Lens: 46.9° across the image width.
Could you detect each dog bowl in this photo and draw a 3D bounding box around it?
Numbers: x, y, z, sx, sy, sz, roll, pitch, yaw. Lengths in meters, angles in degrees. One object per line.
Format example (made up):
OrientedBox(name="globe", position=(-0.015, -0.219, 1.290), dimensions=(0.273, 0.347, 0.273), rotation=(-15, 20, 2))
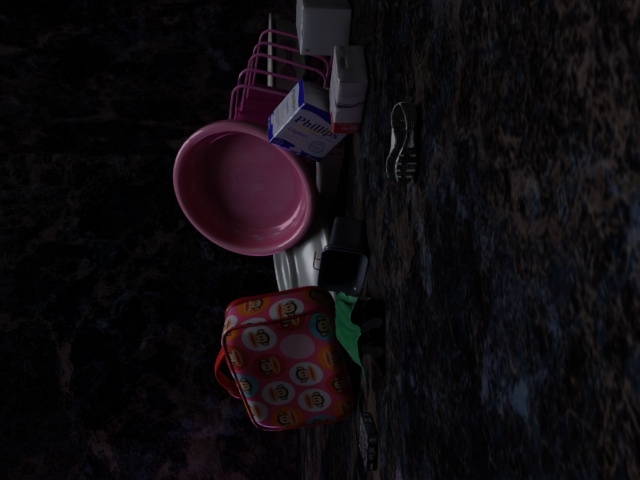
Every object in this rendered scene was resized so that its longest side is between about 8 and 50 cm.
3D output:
OrientedBox(name="dog bowl", position=(-0.084, -0.491, 2.270), dimensions=(0.408, 0.150, 0.407), rotation=(179, 90, -84))

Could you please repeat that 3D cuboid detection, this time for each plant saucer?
OrientedBox(name="plant saucer", position=(-0.162, -0.123, 1.653), dimensions=(0.084, 0.332, 0.332), rotation=(-63, -19, -53))
OrientedBox(name="plant saucer", position=(-0.048, 0.065, 1.808), dimensions=(0.400, 0.101, 0.400), rotation=(172, 90, -77))

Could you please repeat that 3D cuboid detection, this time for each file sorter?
OrientedBox(name="file sorter", position=(-0.090, -0.341, 1.725), dimensions=(0.290, 0.202, 0.182), rotation=(-77, 0, -49))

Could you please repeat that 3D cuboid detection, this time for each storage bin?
OrientedBox(name="storage bin", position=(0.038, 0.023, 1.369), dimensions=(0.135, 0.098, 0.091), rotation=(98, -179, -52))

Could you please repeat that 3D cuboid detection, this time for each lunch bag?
OrientedBox(name="lunch bag", position=(-0.076, 0.241, 1.445), dimensions=(0.120, 0.258, 0.293), rotation=(-97, -5, -59))

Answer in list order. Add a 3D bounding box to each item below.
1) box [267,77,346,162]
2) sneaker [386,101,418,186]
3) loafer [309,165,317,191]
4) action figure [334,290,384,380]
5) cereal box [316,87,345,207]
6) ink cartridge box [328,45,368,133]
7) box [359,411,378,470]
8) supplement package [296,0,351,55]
OrientedBox(name="box", position=(-0.020, -0.241, 1.503), dimensions=(0.137, 0.126, 0.072), rotation=(-42, 40, 42))
OrientedBox(name="sneaker", position=(0.108, -0.123, 0.944), dimensions=(0.044, 0.040, 0.109), rotation=(-53, -31, -72))
OrientedBox(name="loafer", position=(-0.040, -0.117, 2.221), dimensions=(0.087, 0.094, 0.251), rotation=(39, 143, 51))
OrientedBox(name="action figure", position=(0.058, 0.138, 1.264), dimensions=(0.232, 0.064, 0.137), rotation=(-140, 48, -77))
OrientedBox(name="cereal box", position=(0.021, -0.209, 1.703), dimensions=(0.240, 0.047, 0.173), rotation=(99, 172, -60))
OrientedBox(name="ink cartridge box", position=(0.051, -0.280, 1.373), dimensions=(0.135, 0.056, 0.099), rotation=(98, 170, -56))
OrientedBox(name="box", position=(0.081, 0.342, 1.258), dimensions=(0.083, 0.018, 0.067), rotation=(-113, 24, -76))
OrientedBox(name="supplement package", position=(0.004, -0.481, 1.597), dimensions=(0.179, 0.105, 0.105), rotation=(-97, 10, -53))
